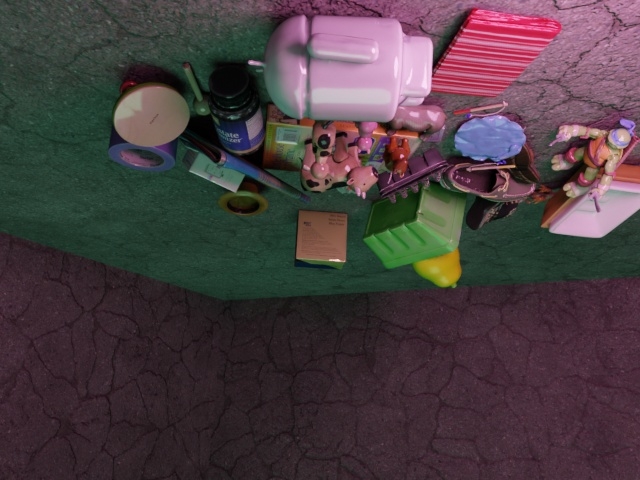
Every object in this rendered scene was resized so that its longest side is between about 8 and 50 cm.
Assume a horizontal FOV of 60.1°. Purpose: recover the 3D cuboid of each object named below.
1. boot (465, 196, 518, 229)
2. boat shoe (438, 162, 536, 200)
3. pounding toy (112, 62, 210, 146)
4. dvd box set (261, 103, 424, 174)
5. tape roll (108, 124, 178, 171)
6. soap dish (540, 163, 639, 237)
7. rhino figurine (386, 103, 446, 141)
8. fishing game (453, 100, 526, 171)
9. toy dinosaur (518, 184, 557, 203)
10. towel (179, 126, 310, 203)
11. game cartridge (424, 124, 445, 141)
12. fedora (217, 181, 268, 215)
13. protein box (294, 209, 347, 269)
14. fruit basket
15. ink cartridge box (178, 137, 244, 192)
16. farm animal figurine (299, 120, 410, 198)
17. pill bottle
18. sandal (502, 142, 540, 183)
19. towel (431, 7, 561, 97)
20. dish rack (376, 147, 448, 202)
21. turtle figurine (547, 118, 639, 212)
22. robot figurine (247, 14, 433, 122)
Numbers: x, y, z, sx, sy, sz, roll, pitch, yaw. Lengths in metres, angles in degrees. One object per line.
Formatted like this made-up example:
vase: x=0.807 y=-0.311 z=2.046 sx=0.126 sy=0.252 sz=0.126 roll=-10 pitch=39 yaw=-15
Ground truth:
boot: x=0.610 y=-0.144 z=1.883 sx=0.178 sy=0.085 sz=0.236 roll=-16 pitch=145 yaw=-33
boat shoe: x=0.523 y=-0.179 z=1.702 sx=0.304 sy=0.109 sz=0.091 roll=7 pitch=-176 yaw=-4
pounding toy: x=-0.402 y=-0.347 z=1.362 sx=0.236 sy=0.110 sz=0.183 roll=-28 pitch=149 yaw=0
dvd box set: x=0.047 y=-0.269 z=1.579 sx=0.420 sy=0.062 sz=0.308 roll=4 pitch=163 yaw=-7
tape roll: x=-0.514 y=-0.274 z=1.610 sx=0.188 sy=0.080 sz=0.189 roll=2 pitch=164 yaw=1
soap dish: x=0.864 y=-0.129 z=1.738 sx=0.228 sy=0.118 sz=0.291 roll=5 pitch=148 yaw=-10
rhino figurine: x=0.201 y=-0.312 z=1.396 sx=0.243 sy=0.073 sz=0.106 roll=6 pitch=166 yaw=-7
fishing game: x=0.458 y=-0.280 z=1.497 sx=0.189 sy=0.041 sz=0.264 roll=-4 pitch=148 yaw=26
toy dinosaur: x=0.771 y=-0.157 z=1.880 sx=0.211 sy=0.064 sz=0.112 roll=2 pitch=-176 yaw=35
towel: x=-0.224 y=-0.214 z=1.601 sx=0.271 sy=0.040 sz=0.370 roll=35 pitch=-173 yaw=39
game cartridge: x=0.310 y=-0.297 z=1.526 sx=0.055 sy=0.017 sz=0.083 roll=-2 pitch=163 yaw=3
fedora: x=-0.273 y=-0.156 z=1.971 sx=0.194 sy=0.079 sz=0.194 roll=1 pitch=157 yaw=0
protein box: x=0.000 y=0.000 z=2.233 sx=0.199 sy=0.201 sz=0.136 roll=4 pitch=163 yaw=-5
fruit basket: x=0.386 y=-0.008 z=2.002 sx=0.391 sy=0.283 sz=0.392 roll=13 pitch=155 yaw=6
ink cartridge box: x=-0.337 y=-0.225 z=1.649 sx=0.198 sy=0.067 sz=0.115 roll=25 pitch=-171 yaw=-32
farm animal figurine: x=0.055 y=-0.193 z=1.405 sx=0.330 sy=0.172 sz=0.326 roll=16 pitch=161 yaw=-35
pill bottle: x=-0.204 y=-0.314 z=1.341 sx=0.122 sy=0.123 sz=0.219 roll=2 pitch=155 yaw=3
sandal: x=0.585 y=-0.236 z=1.598 sx=0.090 sy=0.060 sz=0.219 roll=8 pitch=160 yaw=43
towel: x=0.354 y=-0.391 z=1.185 sx=0.198 sy=0.031 sz=0.275 roll=3 pitch=165 yaw=-9
dish rack: x=0.270 y=-0.181 z=1.650 sx=0.208 sy=0.074 sz=0.271 roll=-24 pitch=169 yaw=8
turtle figurine: x=0.689 y=-0.202 z=1.490 sx=0.197 sy=0.275 sz=0.266 roll=35 pitch=171 yaw=10
robot figurine: x=0.039 y=-0.340 z=1.103 sx=0.353 sy=0.200 sz=0.300 roll=2 pitch=177 yaw=0
